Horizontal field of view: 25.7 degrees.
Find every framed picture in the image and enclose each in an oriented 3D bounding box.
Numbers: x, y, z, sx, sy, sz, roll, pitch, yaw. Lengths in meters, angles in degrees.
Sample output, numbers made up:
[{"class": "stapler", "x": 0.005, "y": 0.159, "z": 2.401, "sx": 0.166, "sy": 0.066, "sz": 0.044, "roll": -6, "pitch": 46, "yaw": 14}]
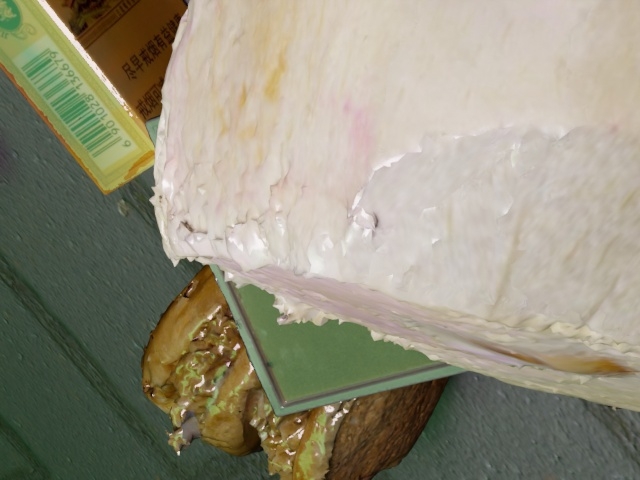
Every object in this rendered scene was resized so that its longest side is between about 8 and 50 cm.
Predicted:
[{"class": "framed picture", "x": 0.000, "y": 0.000, "z": 1.002, "sx": 0.184, "sy": 0.016, "sz": 0.250, "roll": -18, "pitch": 104, "yaw": 24}]

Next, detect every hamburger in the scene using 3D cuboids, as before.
[{"class": "hamburger", "x": -0.016, "y": 0.096, "z": 1.172, "sx": 0.211, "sy": 0.260, "sz": 0.245, "roll": 36, "pitch": 153, "yaw": 20}]

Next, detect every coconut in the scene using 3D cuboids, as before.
[{"class": "coconut", "x": 0.139, "y": -0.108, "z": 0.707, "sx": 0.405, "sy": 0.404, "sz": 0.404, "roll": 29, "pitch": 144, "yaw": 24}]

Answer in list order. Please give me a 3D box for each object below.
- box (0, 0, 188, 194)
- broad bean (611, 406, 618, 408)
[{"class": "box", "x": -0.200, "y": -0.194, "z": 1.118, "sx": 0.076, "sy": 0.174, "sz": 0.274, "roll": -30, "pitch": 107, "yaw": 28}, {"class": "broad bean", "x": 0.219, "y": 0.043, "z": 1.013, "sx": 0.114, "sy": 0.084, "sz": 0.165, "roll": 4, "pitch": 123, "yaw": 49}]
